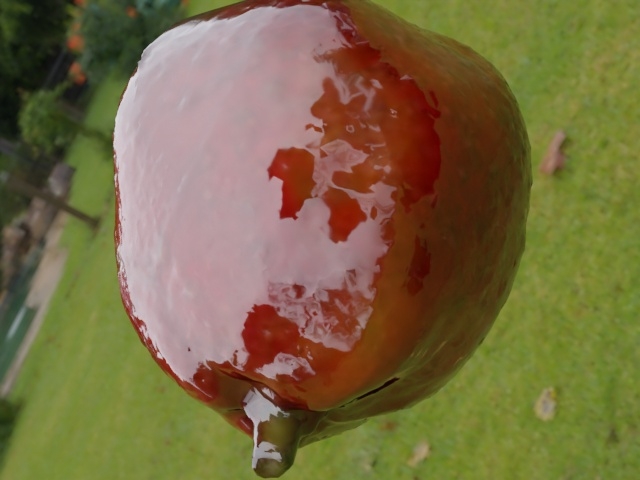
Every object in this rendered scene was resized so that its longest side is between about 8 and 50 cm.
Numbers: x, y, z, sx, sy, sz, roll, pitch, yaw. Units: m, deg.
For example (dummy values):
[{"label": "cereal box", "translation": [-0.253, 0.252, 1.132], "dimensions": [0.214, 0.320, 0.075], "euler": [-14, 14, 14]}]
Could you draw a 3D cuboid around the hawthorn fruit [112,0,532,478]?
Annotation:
[{"label": "hawthorn fruit", "translation": [0.000, 0.000, 0.784], "dimensions": [0.265, 0.265, 0.307], "euler": [-46, 30, 45]}]
